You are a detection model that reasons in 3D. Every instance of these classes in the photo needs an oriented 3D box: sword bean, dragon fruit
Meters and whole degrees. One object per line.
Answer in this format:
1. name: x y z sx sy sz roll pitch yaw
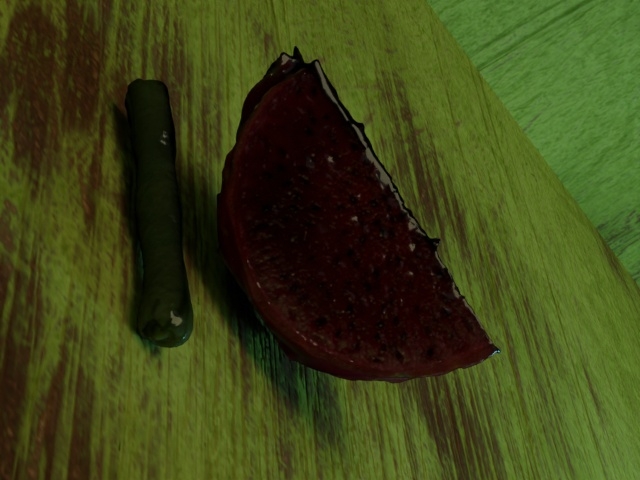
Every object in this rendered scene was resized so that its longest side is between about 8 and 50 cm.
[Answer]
1. sword bean: -0.107 -0.020 1.180 0.043 0.038 0.269 54 15 -35
2. dragon fruit: 0.000 0.000 1.293 0.189 0.163 0.262 -30 91 -41
